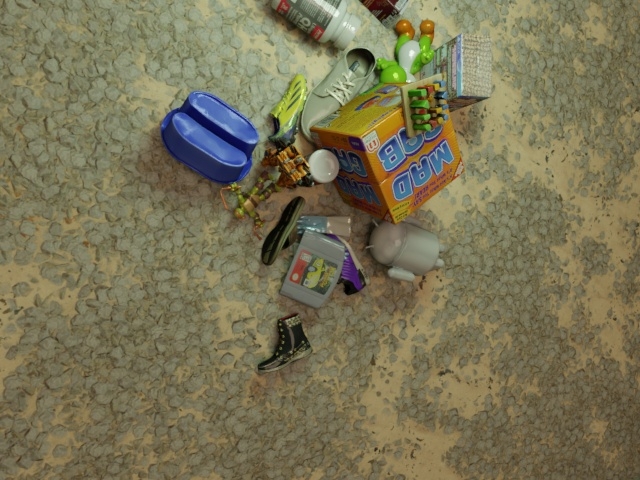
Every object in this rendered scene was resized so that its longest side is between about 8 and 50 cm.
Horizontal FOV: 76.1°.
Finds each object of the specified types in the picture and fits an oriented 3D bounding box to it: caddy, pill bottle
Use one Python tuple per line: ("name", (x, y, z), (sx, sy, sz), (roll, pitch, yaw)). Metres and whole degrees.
("caddy", (-0.387, -0.354, 1.450), (0.341, 0.179, 0.241), (33, 59, -18))
("pill bottle", (-0.010, -0.866, 1.538), (0.318, 0.176, 0.177), (28, 85, -18))
("pill bottle", (-0.020, -0.271, 1.556), (0.121, 0.216, 0.121), (-1, 94, -19))

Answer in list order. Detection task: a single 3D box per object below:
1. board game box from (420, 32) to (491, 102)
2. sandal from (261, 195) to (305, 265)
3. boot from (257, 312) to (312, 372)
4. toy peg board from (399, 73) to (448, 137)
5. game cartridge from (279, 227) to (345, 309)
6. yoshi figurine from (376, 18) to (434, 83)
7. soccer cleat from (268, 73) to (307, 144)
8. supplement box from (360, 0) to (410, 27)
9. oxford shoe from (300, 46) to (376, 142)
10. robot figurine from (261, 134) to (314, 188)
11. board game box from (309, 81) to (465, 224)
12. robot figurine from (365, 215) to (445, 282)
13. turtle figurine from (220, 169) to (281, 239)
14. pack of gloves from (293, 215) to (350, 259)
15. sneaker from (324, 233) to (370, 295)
("board game box", (0.547, -0.673, 1.684), (0.141, 0.291, 0.232), (-3, 96, -19))
("sandal", (-0.129, -0.030, 1.595), (0.086, 0.120, 0.303), (35, 82, -32))
("boot", (-0.159, 0.407, 1.629), (0.236, 0.085, 0.179), (-18, 98, -23))
("toy peg board", (0.348, -0.425, 1.292), (0.160, 0.079, 0.161), (-25, 118, -20))
("game cartridge", (-0.023, 0.119, 1.605), (0.195, 0.060, 0.295), (21, 105, -4))
("yoshi figurine", (0.338, -0.723, 1.655), (0.202, 0.203, 0.363), (18, 86, -17))
("soccer cleat", (-0.128, -0.507, 1.570), (0.121, 0.093, 0.290), (13, 89, -13))
("supplement box", (0.228, -0.986, 1.636), (0.239, 0.130, 0.073), (37, 82, -17))
("oxford shoe", (0.070, -0.589, 1.613), (0.169, 0.130, 0.450), (36, 84, -20))
("robot figurine", (-0.124, -0.267, 1.481), (0.085, 0.291, 0.211), (-39, 104, -13))
("board game box", (0.246, -0.339, 1.526), (0.356, 0.356, 0.357), (-37, 121, -13))
("robot figurine", (0.352, 0.028, 1.715), (0.353, 0.199, 0.300), (20, 64, -19))
("turtle figurine", (-0.251, -0.147, 1.556), (0.217, 0.087, 0.270), (-45, 127, -15))
("pack of gloves", (0.000, 0.000, 1.615), (0.231, 0.046, 0.195), (2, 94, 12))
("sneaker", (0.080, 0.104, 1.679), (0.146, 0.102, 0.293), (-37, 105, -12))
